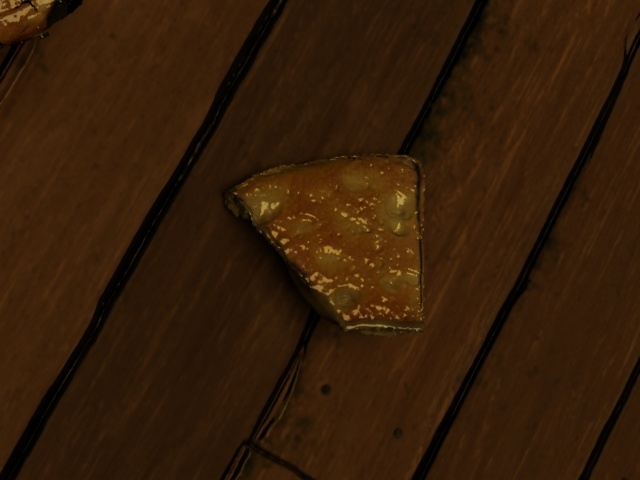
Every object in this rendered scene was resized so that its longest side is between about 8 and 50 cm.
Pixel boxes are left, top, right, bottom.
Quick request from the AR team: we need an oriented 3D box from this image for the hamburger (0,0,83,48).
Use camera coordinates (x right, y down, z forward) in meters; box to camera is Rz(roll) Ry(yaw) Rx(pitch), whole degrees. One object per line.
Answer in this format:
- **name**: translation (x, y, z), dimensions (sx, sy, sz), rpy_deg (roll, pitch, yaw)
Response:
- **hamburger**: translation (-0.293, -0.266, 1.205), dimensions (0.231, 0.107, 0.231), rpy_deg (-5, 100, -27)

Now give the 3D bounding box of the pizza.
- **pizza**: translation (0.006, 0.007, 1.390), dimensions (0.204, 0.080, 0.188), rpy_deg (2, 68, -17)
